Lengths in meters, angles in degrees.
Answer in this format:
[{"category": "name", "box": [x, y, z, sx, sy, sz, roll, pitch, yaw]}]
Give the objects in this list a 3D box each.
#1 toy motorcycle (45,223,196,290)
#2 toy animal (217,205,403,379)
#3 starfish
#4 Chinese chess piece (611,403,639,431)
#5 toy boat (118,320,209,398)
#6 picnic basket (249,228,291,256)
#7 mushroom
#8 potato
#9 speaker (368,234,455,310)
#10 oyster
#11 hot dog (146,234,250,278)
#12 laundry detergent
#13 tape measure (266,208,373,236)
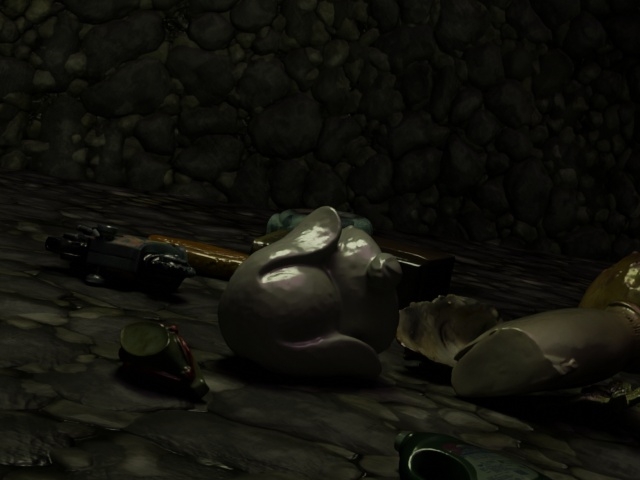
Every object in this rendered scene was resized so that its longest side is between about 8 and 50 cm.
[{"category": "toy motorcycle", "box": [-0.367, 0.035, 1.780, 0.307, 0.108, 0.173, 12, -2, 15]}, {"category": "toy animal", "box": [-0.026, 0.091, 1.400, 0.264, 0.272, 0.206, -9, -9, -32]}, {"category": "starfish", "box": [0.435, 0.239, 1.427, 0.216, 0.050, 0.223, -7, -11, 9]}, {"category": "Chinese chess piece", "box": [0.502, 0.275, 1.475, 0.084, 0.034, 0.084, 12, 8, -2]}, {"category": "toy boat", "box": [-0.216, 0.151, 1.223, 0.185, 0.071, 0.089, 19, 53, 45]}, {"category": "picnic basket", "box": [-0.042, 0.073, 1.702, 0.139, 0.165, 0.266, 11, 7, 10]}, {"category": "mushroom", "box": [0.399, 0.174, 1.505, 0.407, 0.138, 0.154, -8, -26, -37]}, {"category": "potato", "box": [0.680, 0.140, 1.992, 0.300, 0.237, 0.288, 9, 7, -20]}, {"category": "speaker", "box": [0.136, 0.081, 1.953, 0.230, 0.153, 0.192, 14, 8, 25]}, {"category": "oyster", "box": [0.281, 0.190, 1.637, 0.204, 0.111, 0.396, 37, 20, 32]}, {"category": "hot dog", "box": [-0.242, 0.045, 2.026, 0.285, 0.061, 0.088, 13, 11, 6]}, {"category": "laundry detergent", "box": [0.146, 0.253, 0.996, 0.137, 0.063, 0.210, -3, 14, -38]}, {"category": "tape measure", "box": [0.000, 0.000, 2.427, 0.274, 0.147, 0.256, 1, 10, -35]}]
